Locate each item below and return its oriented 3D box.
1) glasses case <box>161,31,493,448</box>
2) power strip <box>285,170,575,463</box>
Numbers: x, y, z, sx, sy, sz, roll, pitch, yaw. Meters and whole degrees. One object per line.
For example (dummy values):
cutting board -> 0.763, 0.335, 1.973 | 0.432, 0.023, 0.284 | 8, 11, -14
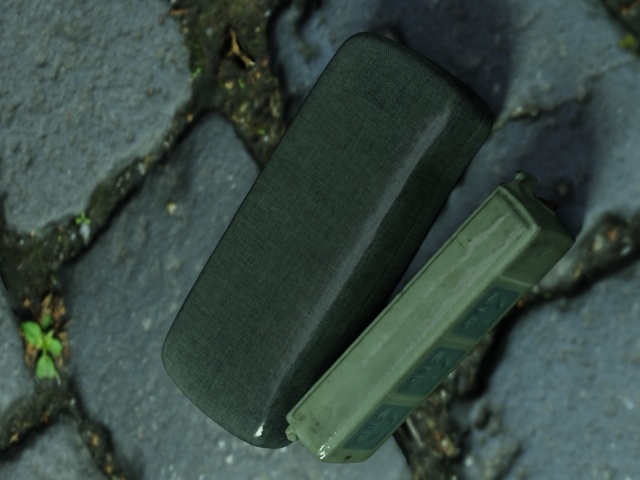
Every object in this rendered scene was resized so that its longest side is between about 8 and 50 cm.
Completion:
glasses case -> 0.000, 0.000, 1.117 | 0.131, 0.074, 0.323 | 38, 101, 32
power strip -> 0.077, 0.066, 1.056 | 0.272, 0.078, 0.052 | -49, 62, 15
